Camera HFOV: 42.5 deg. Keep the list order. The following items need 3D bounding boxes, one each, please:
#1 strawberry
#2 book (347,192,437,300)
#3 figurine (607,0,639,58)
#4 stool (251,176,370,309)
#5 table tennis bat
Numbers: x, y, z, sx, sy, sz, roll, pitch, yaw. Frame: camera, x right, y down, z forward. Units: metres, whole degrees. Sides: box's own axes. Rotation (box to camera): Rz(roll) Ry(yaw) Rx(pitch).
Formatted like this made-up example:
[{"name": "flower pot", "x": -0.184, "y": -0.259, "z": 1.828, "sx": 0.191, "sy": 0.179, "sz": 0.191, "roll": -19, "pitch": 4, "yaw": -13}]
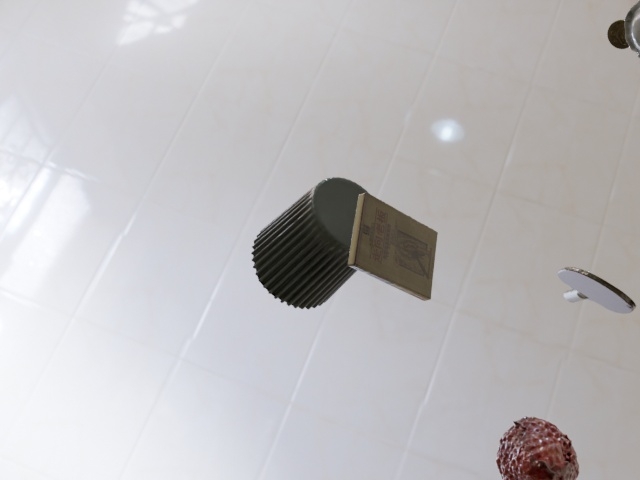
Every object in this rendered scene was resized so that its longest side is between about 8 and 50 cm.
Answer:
[{"name": "strawberry", "x": 0.518, "y": 0.528, "z": 1.950, "sx": 0.205, "sy": 0.205, "sz": 0.244, "roll": 17, "pitch": -4, "yaw": 14}, {"name": "book", "x": 0.155, "y": 0.015, "z": 1.705, "sx": 0.230, "sy": 0.161, "sz": 0.026, "roll": 25, "pitch": -26, "yaw": -36}, {"name": "figurine", "x": 0.705, "y": -0.428, "z": 1.621, "sx": 0.143, "sy": 0.143, "sz": 0.271, "roll": 39, "pitch": -17, "yaw": -33}, {"name": "stool", "x": 0.000, "y": 0.000, "z": 2.402, "sx": 0.297, "sy": 0.297, "sz": 0.330, "roll": 30, "pitch": -42, "yaw": -16}, {"name": "table tennis bat", "x": 0.482, "y": 0.091, "z": 1.477, "sx": 0.138, "sy": 0.022, "sz": 0.246, "roll": 33, "pitch": -6, "yaw": 5}]
